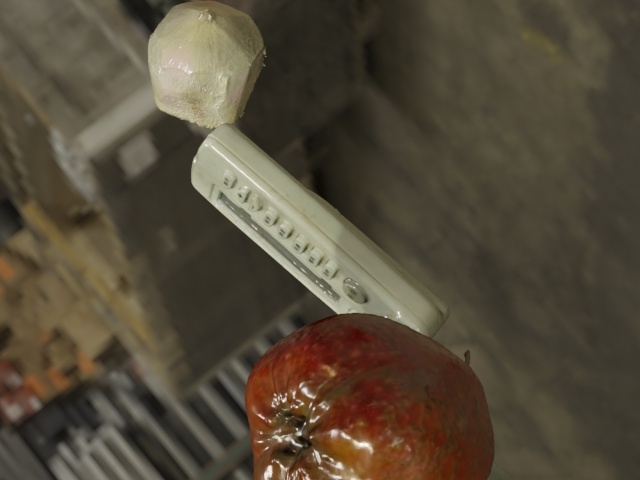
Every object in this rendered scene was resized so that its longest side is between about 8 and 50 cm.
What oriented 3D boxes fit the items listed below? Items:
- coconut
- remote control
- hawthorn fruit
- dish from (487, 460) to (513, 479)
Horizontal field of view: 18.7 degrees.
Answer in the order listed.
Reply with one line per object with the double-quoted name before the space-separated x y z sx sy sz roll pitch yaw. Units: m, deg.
"coconut" -0.102 -0.166 1.768 0.110 0.110 0.124 46 158 20
"remote control" -0.001 0.001 1.490 0.230 0.049 0.090 41 159 5
"hawthorn fruit" 0.053 0.125 1.286 0.162 0.203 0.163 0 90 50
"dish" 0.104 0.286 1.593 0.117 0.256 0.256 -1 131 40
